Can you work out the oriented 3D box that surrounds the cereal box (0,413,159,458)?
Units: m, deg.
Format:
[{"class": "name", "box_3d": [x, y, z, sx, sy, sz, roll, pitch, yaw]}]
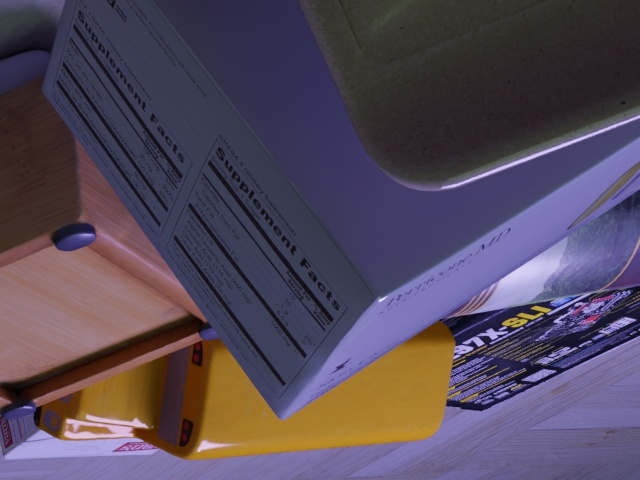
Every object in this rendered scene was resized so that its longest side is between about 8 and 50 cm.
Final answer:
[{"class": "cereal box", "box_3d": [-0.151, 0.130, 1.449, 0.173, 0.047, 0.240, 5, 149, -43]}]

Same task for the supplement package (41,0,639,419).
[{"class": "supplement package", "box_3d": [0.042, -0.082, 0.766, 0.262, 0.204, 0.145, -31, 167, -28]}]

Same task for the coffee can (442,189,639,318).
[{"class": "coffee can", "box_3d": [0.077, -0.054, 0.967, 0.275, 0.201, 0.201, -8, 157, -22]}]

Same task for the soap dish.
[{"class": "soap dish", "box_3d": [-0.188, 0.010, 1.039, 0.229, 0.118, 0.291, -22, 157, 12]}]

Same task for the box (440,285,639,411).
[{"class": "box", "box_3d": [0.199, 0.057, 1.499, 0.322, 0.079, 0.257, -30, 154, 29]}]

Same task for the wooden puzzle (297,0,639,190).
[{"class": "wooden puzzle", "box_3d": [0.104, -0.225, 0.514, 0.322, 0.347, 0.080, -21, -158, 9]}]

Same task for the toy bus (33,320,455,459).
[{"class": "toy bus", "box_3d": [-0.055, 0.104, 1.290, 0.333, 0.108, 0.130, 2, -168, -43]}]
